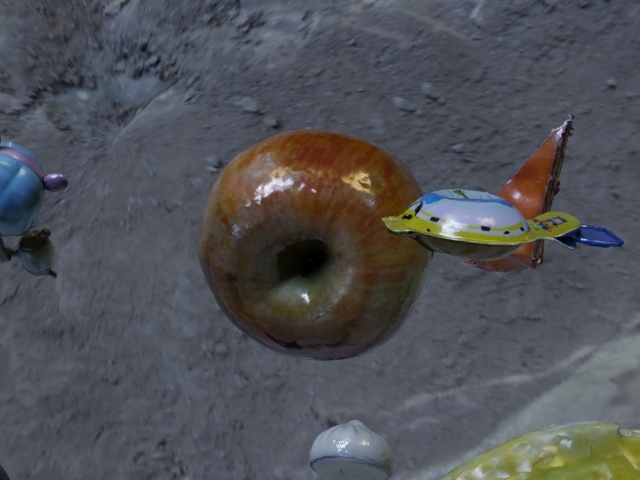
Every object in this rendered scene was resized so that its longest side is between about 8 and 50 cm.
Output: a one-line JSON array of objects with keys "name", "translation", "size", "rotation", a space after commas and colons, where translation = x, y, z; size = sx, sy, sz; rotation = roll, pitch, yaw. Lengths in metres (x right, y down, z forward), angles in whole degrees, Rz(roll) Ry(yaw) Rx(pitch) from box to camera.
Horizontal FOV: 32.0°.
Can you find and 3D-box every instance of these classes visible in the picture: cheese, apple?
[{"name": "cheese", "translation": [0.191, -0.014, 1.178], "size": [0.250, 0.156, 0.064], "rotation": [4, 104, -10]}, {"name": "apple", "translation": [0.000, 0.000, 1.403], "size": [0.301, 0.301, 0.301], "rotation": [-1, 95, -10]}]

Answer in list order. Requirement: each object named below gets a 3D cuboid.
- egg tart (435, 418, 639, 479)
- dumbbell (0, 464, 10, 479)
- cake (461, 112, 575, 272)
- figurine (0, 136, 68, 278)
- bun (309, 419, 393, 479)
[{"name": "egg tart", "translation": [0.157, 0.260, 0.645], "size": [0.315, 0.120, 0.315], "rotation": [2, 70, -5]}, {"name": "dumbbell", "translation": [-0.381, 0.224, 0.951], "size": [0.152, 0.218, 0.152], "rotation": [-10, 61, 18]}, {"name": "cake", "translation": [0.339, -0.068, 1.780], "size": [0.135, 0.098, 0.287], "rotation": [37, 108, 24]}, {"name": "figurine", "translation": [-0.394, -0.008, 1.307], "size": [0.205, 0.103, 0.260], "rotation": [42, 124, -17]}, {"name": "bun", "translation": [0.054, 0.337, 1.816], "size": [0.138, 0.138, 0.094], "rotation": [18, 61, -11]}]
